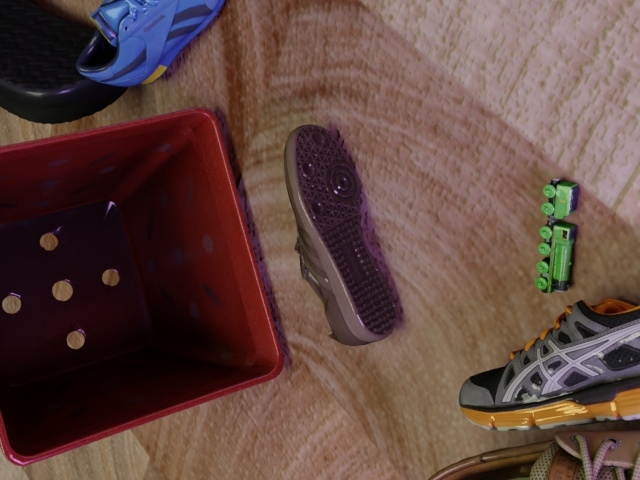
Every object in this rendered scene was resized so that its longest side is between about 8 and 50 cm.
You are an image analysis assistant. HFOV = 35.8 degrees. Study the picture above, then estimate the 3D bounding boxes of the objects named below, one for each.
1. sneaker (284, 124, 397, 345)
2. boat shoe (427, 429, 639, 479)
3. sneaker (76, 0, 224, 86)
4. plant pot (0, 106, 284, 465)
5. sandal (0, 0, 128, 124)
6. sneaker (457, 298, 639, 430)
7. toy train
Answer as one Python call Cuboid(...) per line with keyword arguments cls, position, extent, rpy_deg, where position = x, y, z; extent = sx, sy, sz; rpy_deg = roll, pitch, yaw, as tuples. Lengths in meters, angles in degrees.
Cuboid(cls="sneaker", position=(0.000, 0.000, 0.828), extent=(0.071, 0.066, 0.188), rpy_deg=(-22, 85, 51))
Cuboid(cls="boat shoe", position=(0.178, 0.174, 0.604), extent=(0.324, 0.120, 0.122), rpy_deg=(-29, 38, 50))
Cuboid(cls="sneaker", position=(-0.156, -0.215, 0.917), extent=(0.209, 0.082, 0.069), rpy_deg=(-42, 67, 37))
Cuboid(cls="plant pot", position=(-0.230, 0.044, 0.982), extent=(0.236, 0.267, 0.267), rpy_deg=(-15, 91, 63))
Cuboid(cls="sandal", position=(-0.381, -0.212, 1.137), extent=(0.446, 0.167, 0.107), rpy_deg=(34, 144, 38))
Cuboid(cls="sneaker", position=(0.175, 0.080, 0.651), extent=(0.215, 0.084, 0.083), rpy_deg=(-22, 72, 47))
Cuboid(cls="toy train", position=(0.163, -0.002, 0.678), extent=(0.023, 0.017, 0.083), rpy_deg=(14, 113, 35))
